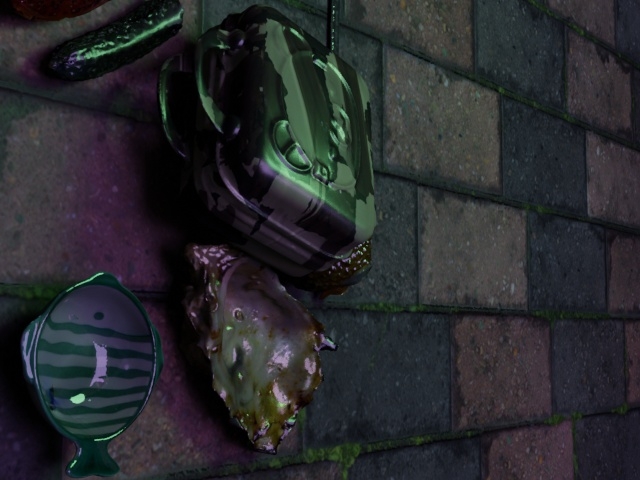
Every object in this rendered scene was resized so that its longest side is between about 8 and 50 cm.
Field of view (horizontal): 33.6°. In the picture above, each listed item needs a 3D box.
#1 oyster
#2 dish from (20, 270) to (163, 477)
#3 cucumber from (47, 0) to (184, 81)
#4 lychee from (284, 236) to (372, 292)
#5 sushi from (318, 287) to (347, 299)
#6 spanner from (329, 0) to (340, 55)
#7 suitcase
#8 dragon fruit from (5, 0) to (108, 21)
[{"bbox_3d":[-0.120,0.155,1.530,0.361,0.096,0.221,50,54,-40],"label":"oyster"},{"bbox_3d":[-0.295,0.162,1.294,0.224,0.078,0.246,14,75,-53],"label":"dish"},{"bbox_3d":[-0.269,-0.258,1.390,0.245,0.067,0.067,-44,122,-44],"label":"cucumber"},{"bbox_3d":[0.000,0.000,1.665,0.171,0.171,0.171,8,81,-54],"label":"lychee"},{"bbox_3d":[0.031,0.046,1.780,0.052,0.055,0.120,17,57,-5],"label":"sushi"},{"bbox_3d":[0.025,-0.369,1.845,0.054,0.015,0.255,13,76,-54],"label":"spanner"},{"bbox_3d":[-0.086,-0.153,1.491,0.339,0.194,0.352,30,45,-38],"label":"suitcase"},{"bbox_3d":[-0.336,-0.335,1.297,0.161,0.120,0.127,-42,166,-20],"label":"dragon fruit"}]
